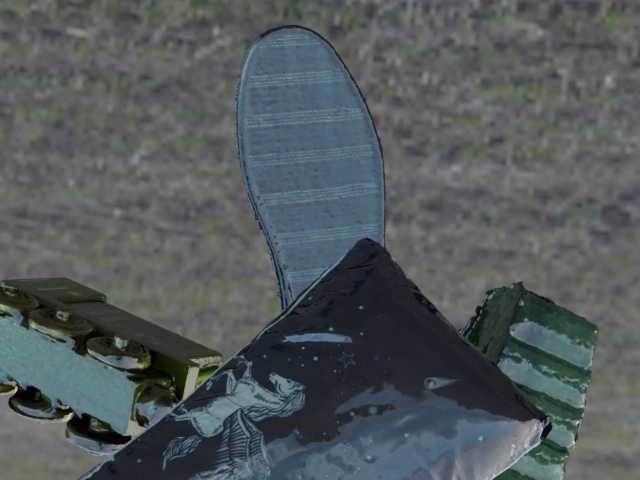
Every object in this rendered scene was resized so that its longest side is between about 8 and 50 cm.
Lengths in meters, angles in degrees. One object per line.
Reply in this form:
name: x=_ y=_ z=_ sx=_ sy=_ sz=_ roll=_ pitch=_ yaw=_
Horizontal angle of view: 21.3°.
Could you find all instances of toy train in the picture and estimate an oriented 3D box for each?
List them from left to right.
toy train: x=-0.174 y=0.092 z=1.290 sx=0.225 sy=0.090 sz=0.137 roll=22 pitch=-167 yaw=34

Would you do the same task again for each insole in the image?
insole: x=0.000 y=0.000 z=1.218 sx=0.110 sy=0.310 sz=0.012 roll=-8 pitch=-173 yaw=-18

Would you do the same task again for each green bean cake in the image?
green bean cake: x=0.146 y=0.148 z=1.469 sx=0.107 sy=0.208 sz=0.193 roll=21 pitch=167 yaw=-13

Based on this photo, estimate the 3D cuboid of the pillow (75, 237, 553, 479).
pillow: x=-0.009 y=0.107 z=0.808 sx=0.141 sy=0.208 sz=0.055 roll=47 pitch=168 yaw=3
